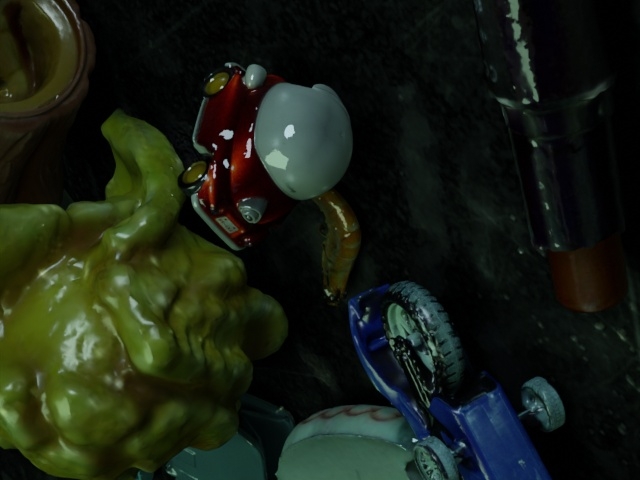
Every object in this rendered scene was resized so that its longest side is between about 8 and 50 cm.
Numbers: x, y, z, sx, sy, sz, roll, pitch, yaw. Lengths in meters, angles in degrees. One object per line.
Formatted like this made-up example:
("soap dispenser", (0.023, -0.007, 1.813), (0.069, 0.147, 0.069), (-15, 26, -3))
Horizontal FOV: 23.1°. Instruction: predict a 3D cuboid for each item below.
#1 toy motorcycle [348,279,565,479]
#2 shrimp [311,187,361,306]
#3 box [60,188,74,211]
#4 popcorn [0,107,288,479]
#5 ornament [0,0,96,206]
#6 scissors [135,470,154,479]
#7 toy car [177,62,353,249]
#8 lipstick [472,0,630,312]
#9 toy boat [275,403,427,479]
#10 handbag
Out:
("toy motorcycle", (0.116, 0.171, 1.209), (0.315, 0.113, 0.169), (62, 160, 7))
("shrimp", (0.000, 0.000, 1.282), (0.091, 0.025, 0.127), (31, 138, 36))
("box", (-0.328, 0.013, 1.645), (0.243, 0.163, 0.135), (55, 141, 2))
("popcorn", (-0.183, 0.051, 1.382), (0.290, 0.326, 0.321), (19, 167, 13))
("ornament", (-0.314, -0.137, 1.438), (0.235, 0.221, 0.217), (27, 148, -13))
("scissors", (-0.203, 0.190, 1.752), (0.180, 0.032, 0.393), (54, 149, -6))
("toy car", (-0.030, -0.066, 1.168), (0.112, 0.139, 0.112), (-8, 139, 36))
("lipstick", (0.142, -0.089, 0.935), (0.081, 0.081, 0.300), (18, 133, 47))
("toy boat", (0.051, 0.198, 1.379), (0.207, 0.079, 0.134), (-13, 117, 47))
("handbag", (-0.096, 0.231, 1.593), (0.144, 0.057, 0.221), (26, 141, 23))
